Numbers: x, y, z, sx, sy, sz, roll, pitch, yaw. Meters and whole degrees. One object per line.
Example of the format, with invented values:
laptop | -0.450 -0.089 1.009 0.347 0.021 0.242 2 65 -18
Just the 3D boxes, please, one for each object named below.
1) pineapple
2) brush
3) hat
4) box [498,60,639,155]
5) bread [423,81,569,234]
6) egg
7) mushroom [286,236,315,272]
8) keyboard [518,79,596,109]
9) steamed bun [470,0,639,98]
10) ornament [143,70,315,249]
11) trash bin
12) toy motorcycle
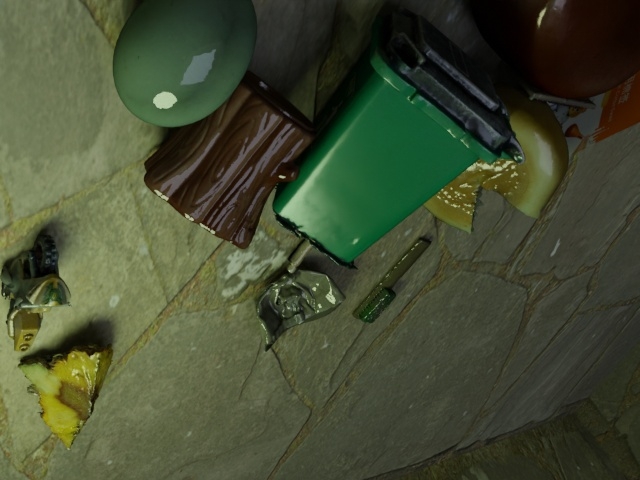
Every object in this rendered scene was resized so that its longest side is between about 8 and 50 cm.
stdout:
pineapple | -0.509 0.271 1.445 0.164 0.140 0.250 17 114 2
brush | 0.184 0.107 1.816 0.054 0.048 0.282 10 125 -48
hat | -0.074 0.152 1.653 0.214 0.149 0.244 -28 -179 -20
box | 0.549 -0.316 1.509 0.341 0.143 0.225 -24 144 -11
bread | 0.318 -0.173 1.414 0.160 0.332 0.333 -56 166 -44
egg | -0.184 -0.259 0.985 0.231 0.168 0.168 -45 143 14
mushroom | 0.000 0.000 1.536 0.187 0.060 0.061 -40 143 15
keyboard | 0.437 -0.265 1.324 0.165 0.055 0.017 2 129 -30
steamed bun | 0.420 -0.389 1.240 0.379 0.235 0.248 4 128 -43
ornament | -0.134 -0.138 1.133 0.218 0.221 0.235 -50 160 13
trash bin | 0.117 -0.155 1.221 0.295 0.259 0.381 35 120 -16
toy motorcycle | -0.485 0.103 1.215 0.094 0.130 0.229 0 133 -43
